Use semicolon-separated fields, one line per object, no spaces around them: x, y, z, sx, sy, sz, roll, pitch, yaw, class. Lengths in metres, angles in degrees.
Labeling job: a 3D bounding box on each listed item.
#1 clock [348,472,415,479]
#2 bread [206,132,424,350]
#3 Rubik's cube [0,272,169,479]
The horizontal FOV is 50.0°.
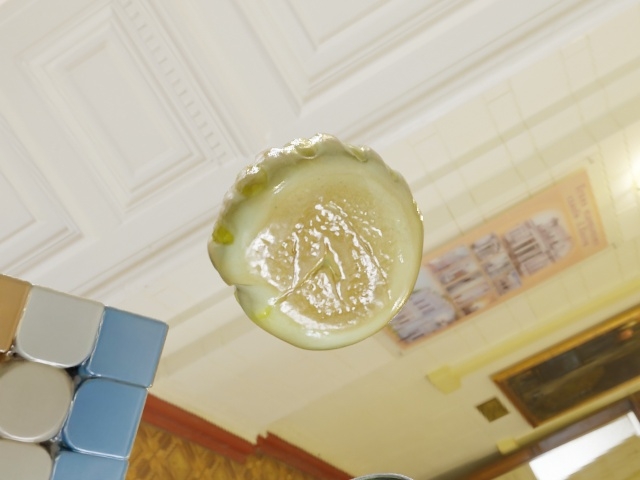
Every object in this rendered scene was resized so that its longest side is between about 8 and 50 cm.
0.046;0.473;0.992;0.066;0.319;0.319;60;12;-16;clock
0.000;0.000;0.653;0.213;0.213;0.105;55;-2;-26;bread
-0.500;0.252;1.129;0.347;0.346;0.344;20;73;-27;Rubik's cube
